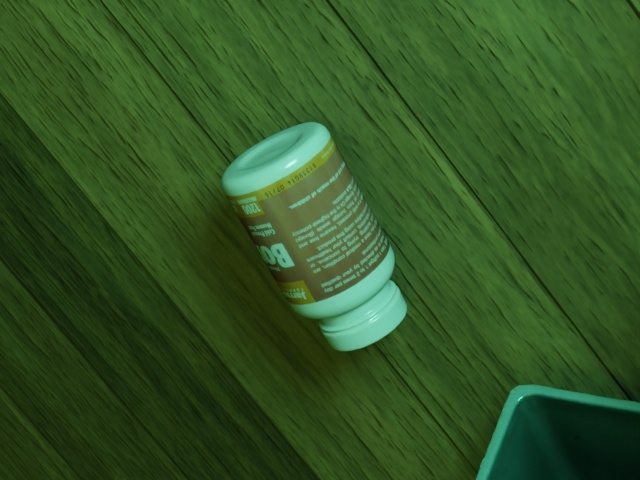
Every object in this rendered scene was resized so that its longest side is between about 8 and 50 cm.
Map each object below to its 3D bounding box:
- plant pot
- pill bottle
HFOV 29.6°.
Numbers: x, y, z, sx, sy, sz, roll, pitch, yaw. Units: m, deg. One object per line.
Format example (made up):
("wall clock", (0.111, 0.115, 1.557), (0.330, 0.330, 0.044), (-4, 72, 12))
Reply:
("plant pot", (0.297, 0.325, 1.188), (0.248, 0.247, 0.252), (6, 145, 34))
("pill bottle", (0.000, 0.000, 1.222), (0.121, 0.121, 0.216), (-12, 115, 43))
